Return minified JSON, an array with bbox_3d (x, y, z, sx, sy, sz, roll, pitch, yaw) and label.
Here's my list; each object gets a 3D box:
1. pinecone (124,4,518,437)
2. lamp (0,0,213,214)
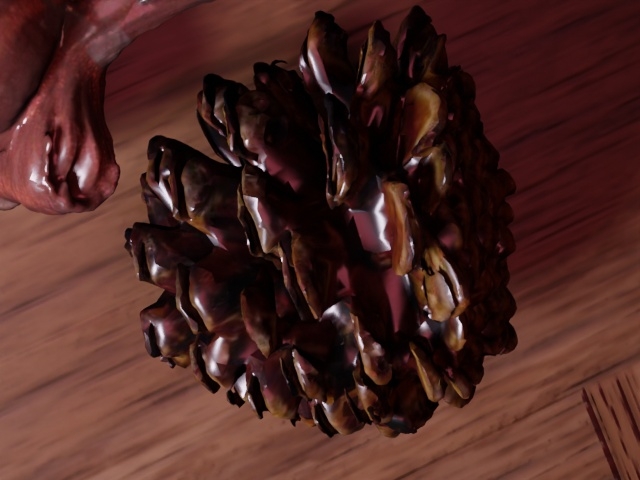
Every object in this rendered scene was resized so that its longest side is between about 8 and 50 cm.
[{"bbox_3d":[0.000,0.000,0.842,0.221,0.221,0.221,-2,99,-12],"label":"pinecone"},{"bbox_3d":[-0.183,-0.123,0.820,0.223,0.151,0.215,28,90,-40],"label":"lamp"}]
